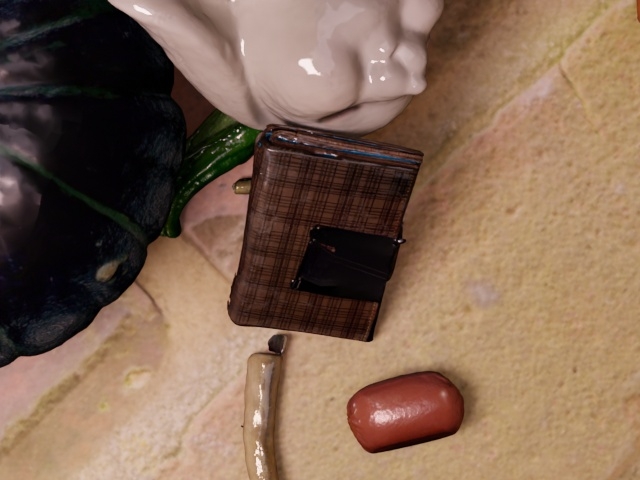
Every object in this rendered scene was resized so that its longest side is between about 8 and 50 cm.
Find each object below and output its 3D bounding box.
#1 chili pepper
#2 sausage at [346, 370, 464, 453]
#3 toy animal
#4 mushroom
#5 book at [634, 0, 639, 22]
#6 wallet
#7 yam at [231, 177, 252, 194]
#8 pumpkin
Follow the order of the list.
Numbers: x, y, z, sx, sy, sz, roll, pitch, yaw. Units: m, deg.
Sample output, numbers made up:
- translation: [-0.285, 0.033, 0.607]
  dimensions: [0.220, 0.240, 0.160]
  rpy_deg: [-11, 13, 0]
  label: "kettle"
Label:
- translation: [-0.074, -0.077, 1.571]
  dimensions: [0.050, 0.073, 0.182]
  rpy_deg: [44, 86, -2]
  label: "chili pepper"
- translation: [0.067, 0.134, 1.574]
  dimensions: [0.094, 0.059, 0.054]
  rpy_deg: [-14, 75, 1]
  label: "sausage"
- translation: [-0.010, -0.194, 1.425]
  dimensions: [0.271, 0.206, 0.265]
  rpy_deg: [-44, 135, -17]
  label: "toy animal"
- translation: [-0.037, 0.167, 1.571]
  dimensions: [0.060, 0.061, 0.187]
  rpy_deg: [-7, 83, 2]
  label: "mushroom"
- translation: [0.350, -0.348, 1.571]
  dimensions: [0.260, 0.043, 0.371]
  rpy_deg: [1, 86, -28]
  label: "book"
- translation: [0.000, 0.000, 1.507]
  dimensions: [0.124, 0.230, 0.042]
  rpy_deg: [10, 51, -2]
  label: "wallet"
- translation: [-0.018, -0.047, 1.602]
  dimensions: [0.107, 0.014, 0.014]
  rpy_deg: [-4, 87, -3]
  label: "yam"
- translation: [-0.282, -0.077, 1.470]
  dimensions: [0.363, 0.266, 0.363]
  rpy_deg: [0, 87, 1]
  label: "pumpkin"
